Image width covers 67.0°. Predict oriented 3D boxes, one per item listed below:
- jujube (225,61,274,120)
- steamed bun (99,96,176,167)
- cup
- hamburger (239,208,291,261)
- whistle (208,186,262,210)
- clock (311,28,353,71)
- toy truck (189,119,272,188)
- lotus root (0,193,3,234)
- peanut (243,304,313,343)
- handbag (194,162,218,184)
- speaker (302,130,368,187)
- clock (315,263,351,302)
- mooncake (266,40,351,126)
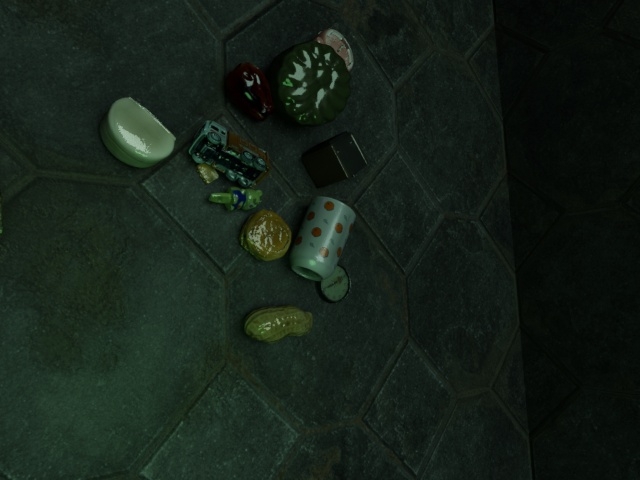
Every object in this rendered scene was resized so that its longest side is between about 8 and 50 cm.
[{"bbox_3d":[-0.280,-0.606,1.980,0.168,0.168,0.236,-49,115,-31],"label":"jujube"},{"bbox_3d":[-0.644,-0.359,1.678,0.242,0.146,0.164,44,56,-23],"label":"steamed bun"},{"bbox_3d":[0.000,0.000,2.063,0.212,0.212,0.317,34,66,-28],"label":"cup"},{"bbox_3d":[-0.220,-0.017,1.974,0.214,0.108,0.213,7,77,-31],"label":"hamburger"},{"bbox_3d":[-0.331,-0.165,1.912,0.228,0.105,0.085,0,48,-39],"label":"whistle"},{"bbox_3d":[0.047,-0.872,2.279,0.227,0.142,0.241,53,48,-22],"label":"clock"},{"bbox_3d":[-0.349,-0.345,1.892,0.305,0.136,0.162,27,38,-31],"label":"toy truck"},{"bbox_3d":[-1.018,-0.127,1.375,0.210,0.142,0.313,-19,93,-35],"label":"lotus root"},{"bbox_3d":[-0.156,0.336,1.949,0.325,0.140,0.153,7,98,-40],"label":"peanut"},{"bbox_3d":[-0.443,-0.267,1.888,0.061,0.027,0.083,-40,108,-34],"label":"handbag"},{"bbox_3d":[0.061,-0.353,2.144,0.153,0.231,0.192,-40,107,-33],"label":"speaker"},{"bbox_3d":[0.061,0.192,2.186,0.185,0.040,0.184,6,80,-36],"label":"clock"},{"bbox_3d":[-0.045,-0.665,2.071,0.357,0.194,0.356,-10,112,-26],"label":"mooncake"}]
